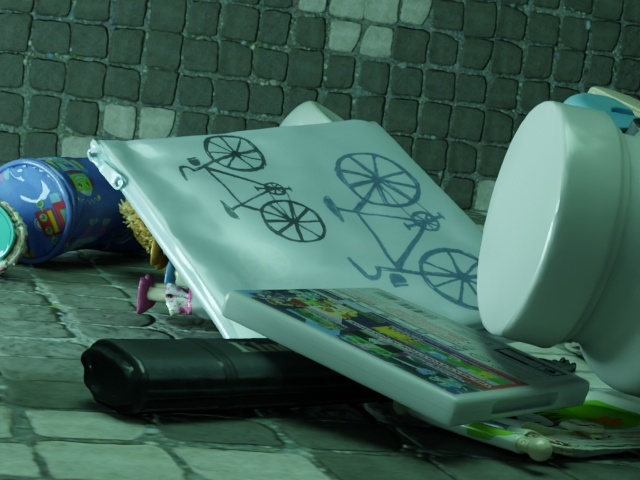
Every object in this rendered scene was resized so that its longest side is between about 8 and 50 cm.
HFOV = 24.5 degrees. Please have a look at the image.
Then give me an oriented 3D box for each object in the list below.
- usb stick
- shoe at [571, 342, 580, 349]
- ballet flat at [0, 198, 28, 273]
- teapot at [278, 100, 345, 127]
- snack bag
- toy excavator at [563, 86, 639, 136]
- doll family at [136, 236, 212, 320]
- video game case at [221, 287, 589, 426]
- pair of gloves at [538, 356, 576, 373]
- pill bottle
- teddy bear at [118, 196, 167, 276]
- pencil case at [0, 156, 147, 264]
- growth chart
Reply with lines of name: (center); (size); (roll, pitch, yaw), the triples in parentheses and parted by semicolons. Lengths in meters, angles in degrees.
usb stick: (-0.036, 0.093, 1.032); (0.278, 0.045, 0.077); (3, 8, -40)
shoe: (0.298, 0.101, 1.368); (0.077, 0.058, 0.219); (26, 2, -21)
ballet flat: (-0.379, -0.011, 1.554); (0.241, 0.091, 0.077); (15, -13, 35)
teapot: (0.014, -0.058, 2.048); (0.252, 0.187, 0.256); (44, 9, 34)
snack bag: (0.000, 0.000, 1.328); (0.343, 0.037, 0.323); (-7, 43, -35)
toy excavator: (0.355, -0.084, 1.728); (0.433, 0.222, 0.445); (5, 27, -38)
doll family: (-0.073, 0.016, 1.408); (0.163, 0.118, 0.263); (7, 5, 2)
video game case: (0.061, 0.077, 1.036); (0.201, 0.023, 0.183); (24, 13, 35)
pair of gloves: (0.190, 0.109, 1.332); (0.083, 0.010, 0.074); (9, 5, 14)
pill bottle: (0.311, 0.027, 1.066); (0.363, 0.210, 0.210); (13, 4, -9)
teddy bear: (-0.063, 0.012, 1.670); (0.245, 0.113, 0.338); (21, 6, 42)
pencil case: (-0.271, -0.038, 1.740); (0.133, 0.119, 0.306); (-36, -11, 20)
growth chart: (0.167, 0.128, 1.054); (0.237, 0.021, 0.172); (3, 5, -42)
